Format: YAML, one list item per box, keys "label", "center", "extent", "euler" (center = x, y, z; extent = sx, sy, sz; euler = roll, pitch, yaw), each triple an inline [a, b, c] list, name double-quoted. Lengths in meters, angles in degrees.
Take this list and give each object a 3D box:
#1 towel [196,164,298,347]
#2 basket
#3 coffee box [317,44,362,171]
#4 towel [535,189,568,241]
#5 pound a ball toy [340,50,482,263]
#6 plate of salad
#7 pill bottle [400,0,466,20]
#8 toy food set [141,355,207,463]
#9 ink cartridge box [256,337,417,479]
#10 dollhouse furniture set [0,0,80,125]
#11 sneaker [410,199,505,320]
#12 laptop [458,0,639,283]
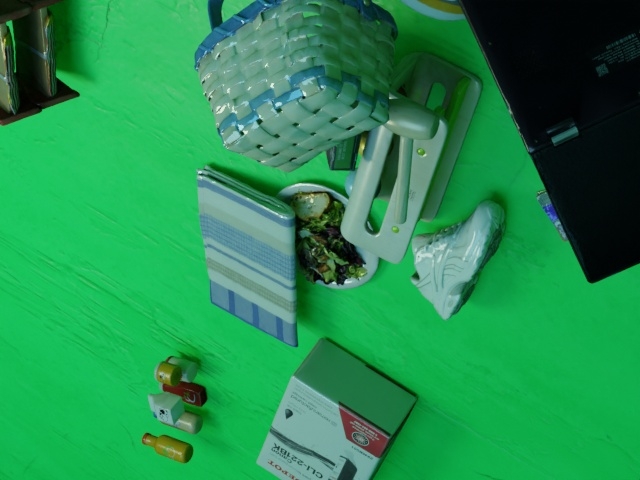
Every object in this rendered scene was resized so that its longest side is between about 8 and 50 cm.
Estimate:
- label: "towel"
  center: [-0.115, 0.027, 2.072]
  extent: [0.209, 0.034, 0.285]
  euler: [26, 135, 32]
- label: "basket"
  center: [-0.036, -0.247, 1.571]
  extent: [0.254, 0.201, 0.289]
  euler: [-24, 64, 36]
- label: "coffee box"
  center: [0.023, -0.193, 1.733]
  extent: [0.040, 0.184, 0.113]
  euler: [0, 133, -11]
- label: "towel"
  center: [0.341, -0.038, 1.748]
  extent: [0.060, 0.009, 0.083]
  euler: [-18, 111, 43]
- label: "pound a ball toy"
  center: [0.097, -0.113, 1.716]
  extent: [0.135, 0.208, 0.319]
  euler: [28, 135, 13]
- label: "plate of salad"
  center: [0.000, 0.000, 1.987]
  extent: [0.199, 0.048, 0.200]
  euler: [18, 131, 22]
- label: "pill bottle"
  center: [0.185, -0.403, 1.462]
  extent: [0.162, 0.162, 0.278]
  euler: [38, 136, 4]
- label: "toy food set"
  center: [-0.289, 0.300, 2.373]
  extent: [0.104, 0.111, 0.232]
  euler: [14, 132, 25]
- label: "ink cartridge box"
  center: [0.023, 0.331, 2.180]
  extent: [0.197, 0.114, 0.273]
  euler: [31, 136, 10]
- label: "dollhouse furniture set"
  center: [-0.566, -0.372, 2.047]
  extent: [0.374, 0.152, 0.201]
  euler: [37, 139, 30]
- label: "sneaker"
  center: [0.188, 0.016, 1.843]
  extent: [0.115, 0.090, 0.232]
  euler: [35, 135, 12]
- label: "laptop"
  center: [0.394, -0.214, 1.429]
  extent: [0.381, 0.236, 0.408]
  euler: [-25, 82, 9]
